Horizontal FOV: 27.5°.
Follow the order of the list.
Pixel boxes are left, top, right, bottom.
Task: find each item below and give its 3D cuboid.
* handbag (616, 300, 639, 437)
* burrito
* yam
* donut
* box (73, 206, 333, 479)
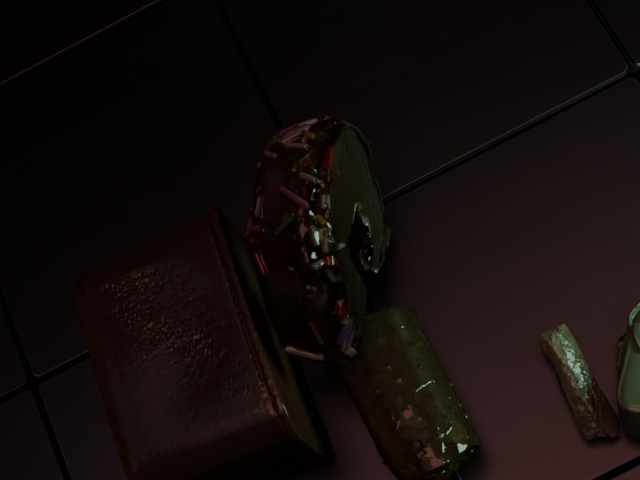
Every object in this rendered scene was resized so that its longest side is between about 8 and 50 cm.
[{"bbox_3d":[0.512,0.158,1.695,0.256,0.079,0.219,4,54,21],"label":"handbag"},{"bbox_3d":[0.343,0.190,1.742,0.051,0.042,0.171,-13,69,-24],"label":"burrito"},{"bbox_3d":[0.117,0.215,1.745,0.129,0.128,0.238,-48,56,30],"label":"yam"},{"bbox_3d":[-0.006,-0.021,1.728,0.136,0.259,0.345,-9,36,17],"label":"donut"},{"bbox_3d":[-0.161,0.171,1.770,0.229,0.239,0.339,-24,67,7],"label":"box"}]
